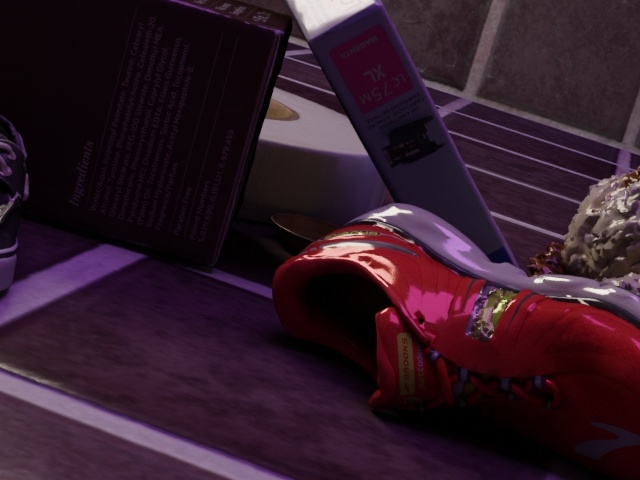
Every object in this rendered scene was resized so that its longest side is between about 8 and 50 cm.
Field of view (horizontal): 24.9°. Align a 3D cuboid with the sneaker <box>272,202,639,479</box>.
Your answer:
[{"bbox_3d":[0.084,0.070,0.793,0.279,0.107,0.118,23,31,39],"label":"sneaker"}]

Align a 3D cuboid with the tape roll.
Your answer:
[{"bbox_3d":[-0.126,-0.107,1.291,0.392,0.072,0.392,16,12,-3],"label":"tape roll"}]

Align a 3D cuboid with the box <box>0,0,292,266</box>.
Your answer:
[{"bbox_3d":[-0.139,-0.101,1.010,0.203,0.167,0.168,16,12,-3],"label":"box"}]

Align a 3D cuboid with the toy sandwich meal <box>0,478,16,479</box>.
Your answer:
[{"bbox_3d":[-0.100,0.106,0.474,0.085,0.029,0.085,12,13,-3],"label":"toy sandwich meal"}]

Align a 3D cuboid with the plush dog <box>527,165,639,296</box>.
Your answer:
[{"bbox_3d":[0.263,0.021,0.995,0.210,0.262,0.225,49,1,-37],"label":"plush dog"}]

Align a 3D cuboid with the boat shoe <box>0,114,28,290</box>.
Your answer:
[{"bbox_3d":[-0.207,-0.030,0.828,0.077,0.070,0.219,14,13,-15],"label":"boat shoe"}]

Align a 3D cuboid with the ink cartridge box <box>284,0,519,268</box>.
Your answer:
[{"bbox_3d":[0.061,-0.078,1.067,0.311,0.065,0.186,55,7,-35],"label":"ink cartridge box"}]

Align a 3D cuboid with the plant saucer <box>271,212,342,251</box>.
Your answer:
[{"bbox_3d":[0.000,0.000,1.114,0.083,0.015,0.083,17,13,-4],"label":"plant saucer"}]
